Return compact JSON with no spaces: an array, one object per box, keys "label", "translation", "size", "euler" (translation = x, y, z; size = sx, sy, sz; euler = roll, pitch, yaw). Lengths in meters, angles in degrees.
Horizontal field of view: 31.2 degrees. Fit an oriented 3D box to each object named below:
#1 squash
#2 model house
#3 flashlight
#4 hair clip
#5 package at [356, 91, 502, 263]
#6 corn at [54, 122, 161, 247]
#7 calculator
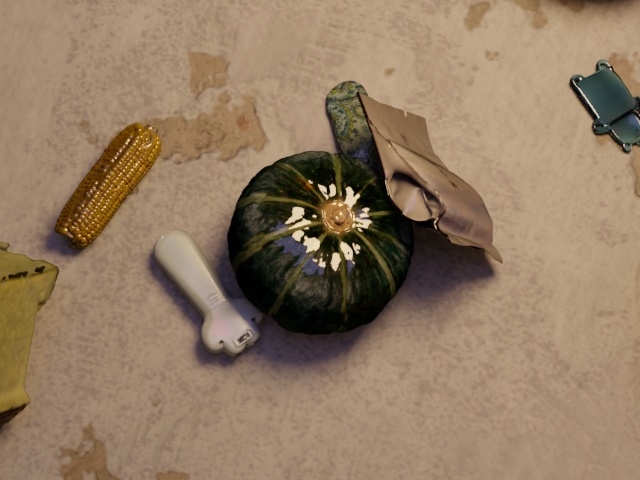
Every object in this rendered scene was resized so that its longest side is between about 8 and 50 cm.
[{"label":"squash","translation":[0.000,0.000,1.538],"size":[0.252,0.165,0.252],"euler":[6,64,-13]},{"label":"model house","translation":[-0.516,0.133,1.465],"size":[0.321,0.261,0.266],"euler":[12,98,18]},{"label":"flashlight","translation":[-0.158,0.070,1.572],"size":[0.093,0.047,0.200],"euler":[-36,75,-13]},{"label":"hair clip","translation":[0.062,-0.131,1.648],"size":[0.066,0.036,0.229],"euler":[-17,74,-1]},{"label":"package","translation":[0.145,-0.079,1.558],"size":[0.062,0.204,0.251],"euler":[-37,66,20]},{"label":"corn","translation":[-0.295,-0.080,1.600],"size":[0.068,0.068,0.207],"euler":[34,77,8]},{"label":"calculator","translation":[0.433,-0.199,1.696],"size":[0.094,0.019,0.141],"euler":[-30,78,-11]}]
